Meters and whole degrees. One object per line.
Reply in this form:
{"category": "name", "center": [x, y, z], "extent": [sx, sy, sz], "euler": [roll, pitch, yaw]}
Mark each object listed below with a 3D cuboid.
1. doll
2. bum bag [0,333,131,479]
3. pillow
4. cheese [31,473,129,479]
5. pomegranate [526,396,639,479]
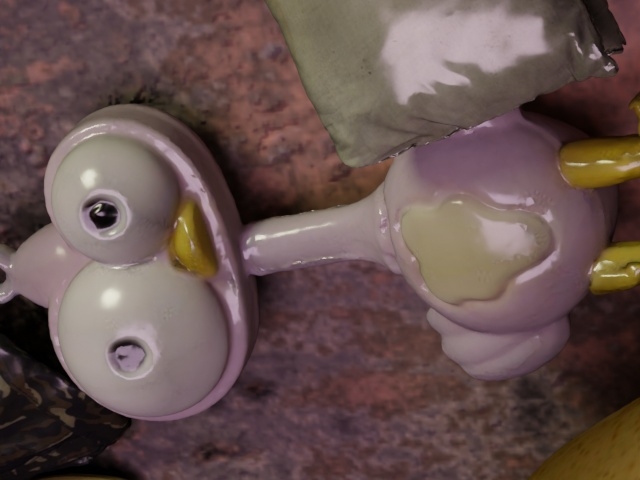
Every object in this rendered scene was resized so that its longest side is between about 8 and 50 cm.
{"category": "doll", "center": [0.000, 0.000, 0.878], "extent": [0.365, 0.094, 0.160], "euler": [-8, 114, 19]}
{"category": "bum bag", "center": [-0.220, 0.103, 1.010], "extent": [0.248, 0.069, 0.102], "euler": [-19, 148, 23]}
{"category": "pillow", "center": [0.035, -0.126, 0.774], "extent": [0.134, 0.078, 0.181], "euler": [-25, 89, 16]}
{"category": "cheese", "center": [-0.173, 0.167, 1.054], "extent": [0.162, 0.036, 0.086], "euler": [0, 118, 15]}
{"category": "pomegranate", "center": [0.239, 0.194, 0.756], "extent": [0.417, 0.416, 0.416], "euler": [7, 121, 12]}
